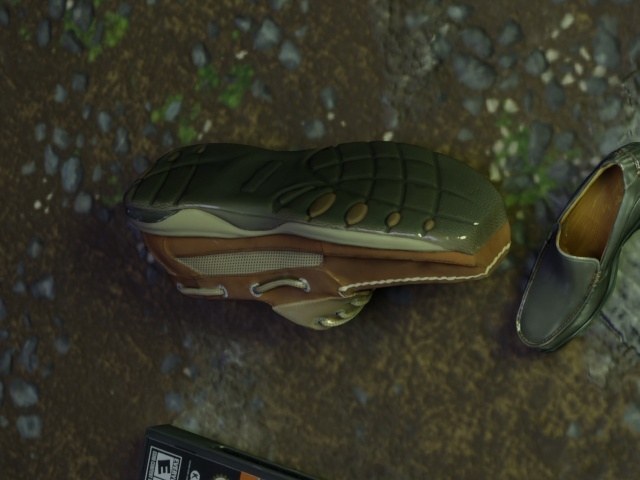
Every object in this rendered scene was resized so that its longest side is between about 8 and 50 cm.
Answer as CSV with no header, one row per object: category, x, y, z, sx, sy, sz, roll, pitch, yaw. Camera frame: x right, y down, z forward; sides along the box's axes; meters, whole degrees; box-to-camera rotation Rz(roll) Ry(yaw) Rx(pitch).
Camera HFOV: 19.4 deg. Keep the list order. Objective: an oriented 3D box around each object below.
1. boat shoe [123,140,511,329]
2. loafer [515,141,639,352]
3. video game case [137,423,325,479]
boat shoe,0.000,0.000,1.414,0.324,0.122,0.120,7,125,37
loafer,0.179,0.005,1.308,0.062,0.061,0.170,36,111,28
video game case,-0.060,0.312,1.500,0.248,0.035,0.275,15,99,34
